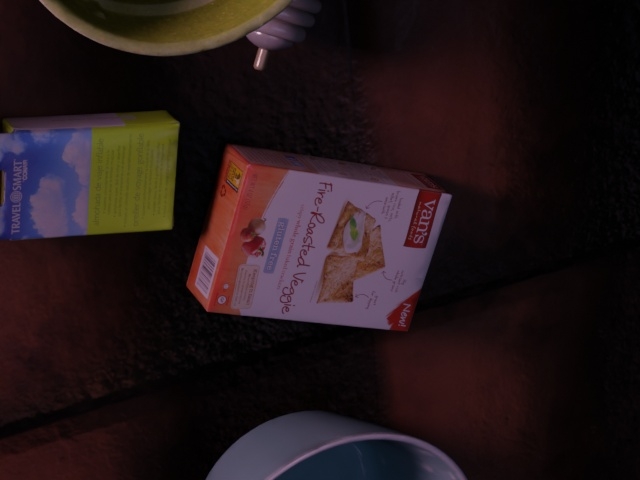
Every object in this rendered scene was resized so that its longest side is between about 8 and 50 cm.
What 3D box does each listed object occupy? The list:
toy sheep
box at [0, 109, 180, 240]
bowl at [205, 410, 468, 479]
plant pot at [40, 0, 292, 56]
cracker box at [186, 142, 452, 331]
[{"bbox_3d":[-0.042,-0.220,1.458,0.091,0.091,0.132,10,102,-29],"label":"toy sheep"},{"bbox_3d":[-0.221,-0.059,1.466,0.178,0.042,0.109,-4,114,-24],"label":"box"},{"bbox_3d":[-0.007,0.300,1.664,0.311,0.163,0.312,-10,117,-21],"label":"bowl"},{"bbox_3d":[-0.151,-0.313,1.259,0.276,0.254,0.276,-10,116,-21],"label":"plant pot"},{"bbox_3d":[0.000,0.000,1.588,0.232,0.067,0.156,6,110,-29],"label":"cracker box"}]
